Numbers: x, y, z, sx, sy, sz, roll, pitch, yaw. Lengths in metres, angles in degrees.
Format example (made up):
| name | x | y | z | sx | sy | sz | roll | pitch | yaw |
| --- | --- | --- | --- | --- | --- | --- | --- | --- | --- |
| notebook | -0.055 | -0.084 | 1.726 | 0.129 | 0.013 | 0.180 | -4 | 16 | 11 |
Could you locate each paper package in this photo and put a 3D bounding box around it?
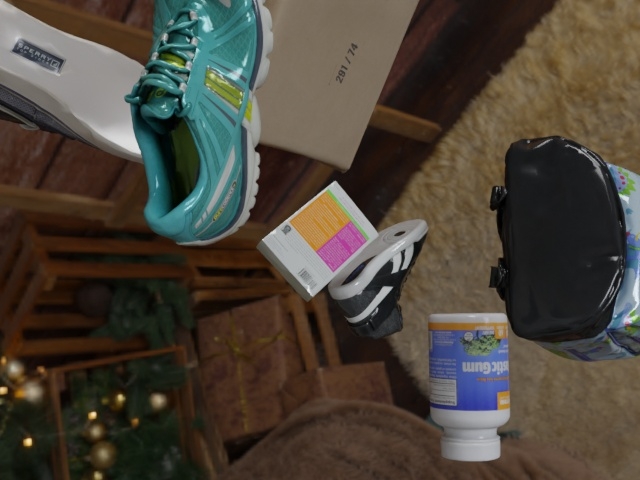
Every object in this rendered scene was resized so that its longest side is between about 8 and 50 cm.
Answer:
| name | x | y | z | sx | sy | sz | roll | pitch | yaw |
| --- | --- | --- | --- | --- | --- | --- | --- | --- | --- |
| paper package | -0.033 | -0.294 | 1.224 | 0.168 | 0.309 | 0.324 | 29 | 101 | 32 |

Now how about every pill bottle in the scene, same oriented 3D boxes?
| name | x | y | z | sx | sy | sz | roll | pitch | yaw |
| --- | --- | --- | --- | --- | --- | --- | --- | --- | --- |
| pill bottle | 0.285 | 0.275 | 1.600 | 0.152 | 0.152 | 0.272 | -6 | 83 | 46 |

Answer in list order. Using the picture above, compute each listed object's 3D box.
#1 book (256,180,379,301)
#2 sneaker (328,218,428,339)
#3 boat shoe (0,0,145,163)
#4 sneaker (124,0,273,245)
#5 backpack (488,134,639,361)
| name | x | y | z | sx | sy | sz | roll | pitch | yaw |
| --- | --- | --- | --- | --- | --- | --- | --- | --- | --- |
| book | 0.000 | 0.000 | 1.082 | 0.096 | 0.144 | 0.035 | 48 | 145 | 2 |
| sneaker | 0.100 | 0.065 | 1.231 | 0.079 | 0.217 | 0.121 | -3 | 117 | 45 |
| boat shoe | -0.342 | -0.190 | 1.099 | 0.158 | 0.340 | 0.127 | -30 | 31 | 62 |
| sneaker | -0.106 | -0.132 | 0.701 | 0.107 | 0.110 | 0.275 | 0 | 94 | 28 |
| backpack | 0.395 | 0.046 | 1.188 | 0.273 | 0.355 | 0.290 | -4 | 65 | 18 |
